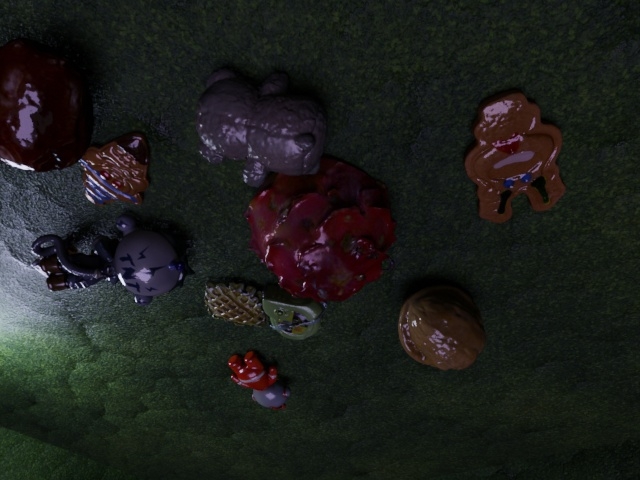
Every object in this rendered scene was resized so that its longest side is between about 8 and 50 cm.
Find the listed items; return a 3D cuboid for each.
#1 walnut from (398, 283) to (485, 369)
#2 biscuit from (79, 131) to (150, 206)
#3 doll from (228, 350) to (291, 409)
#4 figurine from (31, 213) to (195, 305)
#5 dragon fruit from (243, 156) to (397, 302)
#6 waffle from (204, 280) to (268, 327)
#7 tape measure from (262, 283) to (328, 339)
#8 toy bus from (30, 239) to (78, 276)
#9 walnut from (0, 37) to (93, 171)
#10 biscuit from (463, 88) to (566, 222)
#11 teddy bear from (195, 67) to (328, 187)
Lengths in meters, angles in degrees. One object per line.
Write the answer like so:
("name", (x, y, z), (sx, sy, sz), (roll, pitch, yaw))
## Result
("walnut", (0.344, 0.245, 1.232), (0.256, 0.224, 0.257), (-1, 97, -12))
("biscuit", (-0.504, -0.168, 1.059), (0.183, 0.043, 0.280), (35, 130, -28))
("doll", (-0.221, 0.558, 1.672), (0.199, 0.105, 0.337), (-19, 121, 21))
("figurine", (-0.540, 0.065, 1.177), (0.381, 0.186, 0.261), (-4, 124, 3))
("dragon fruit", (0.000, 0.000, 1.033), (0.370, 0.249, 0.386), (-14, 132, 12))
("waffle", (-0.267, 0.206, 1.364), (0.207, 0.054, 0.214), (12, 135, 4))
("tape measure", (-0.078, 0.224, 1.334), (0.199, 0.106, 0.175), (5, 123, 2))
("toy bus", (-0.776, 0.050, 1.262), (0.162, 0.074, 0.069), (-25, 120, 28))
("walnut", (-0.589, -0.272, 0.852), (0.243, 0.222, 0.269), (13, 118, -18))
("biscuit", (0.426, -0.172, 0.947), (0.201, 0.047, 0.334), (-15, 129, 19))
("teddy bear", (-0.117, -0.225, 0.867), (0.267, 0.151, 0.236), (13, 98, 11))
